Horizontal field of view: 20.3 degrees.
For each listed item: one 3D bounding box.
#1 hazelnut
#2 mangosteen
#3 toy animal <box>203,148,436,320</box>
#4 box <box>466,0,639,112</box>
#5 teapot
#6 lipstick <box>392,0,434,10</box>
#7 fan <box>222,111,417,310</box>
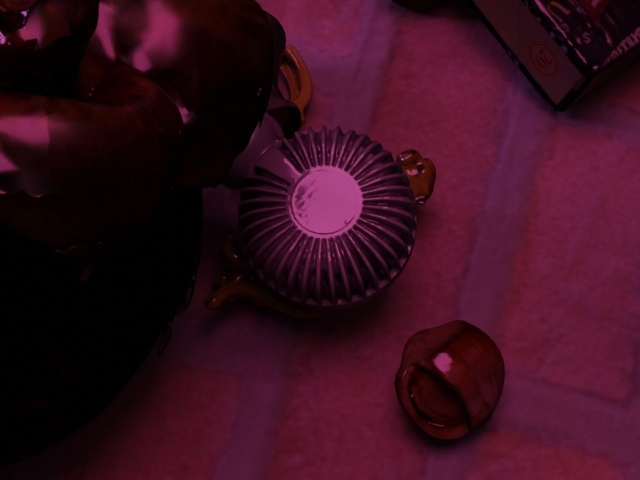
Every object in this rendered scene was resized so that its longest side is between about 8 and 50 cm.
[{"bbox_3d":[0.093,0.100,1.283,0.086,0.086,0.086,1,54,-1],"label":"hazelnut"},{"bbox_3d":[-0.243,-0.053,1.178,0.381,0.421,0.381,28,24,-14],"label":"mangosteen"},{"bbox_3d":[0.000,0.000,1.355,0.136,0.073,0.181,17,56,7],"label":"toy animal"},{"bbox_3d":[0.183,-0.283,1.501,0.198,0.084,0.310,-33,80,-26],"label":"box"},{"bbox_3d":[-0.067,-0.124,1.422,0.165,0.130,0.119,-8,64,-47],"label":"teapot"},{"bbox_3d":[0.119,-0.326,1.592,0.081,0.081,0.300,15,61,9],"label":"lipstick"},{"bbox_3d":[-0.037,-0.053,1.306,0.244,0.074,0.130,41,81,13],"label":"fan"}]
